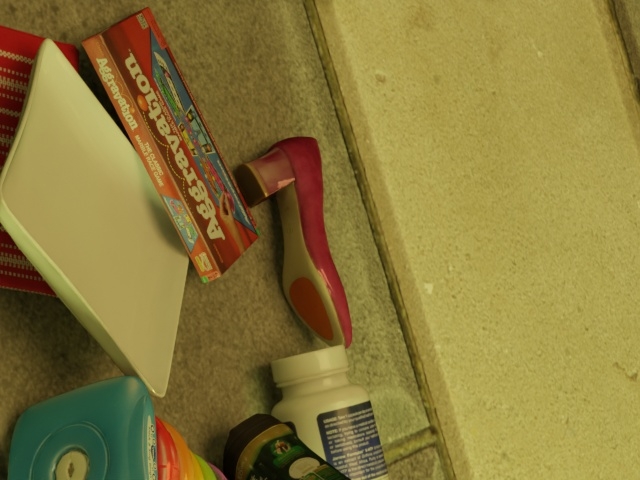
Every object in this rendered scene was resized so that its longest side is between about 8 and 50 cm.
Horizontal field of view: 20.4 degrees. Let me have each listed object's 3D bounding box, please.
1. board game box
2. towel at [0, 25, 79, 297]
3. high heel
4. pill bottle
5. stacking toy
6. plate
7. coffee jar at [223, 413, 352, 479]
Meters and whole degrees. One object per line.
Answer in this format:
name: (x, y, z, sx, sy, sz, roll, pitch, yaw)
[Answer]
board game box: (-0.155, -0.105, 1.900, 0.281, 0.027, 0.145, 64, 23, -10)
towel: (-0.316, -0.086, 1.755, 0.199, 0.031, 0.275, 13, 70, -46)
high heel: (0.000, 0.000, 2.028, 0.117, 0.082, 0.244, -26, 84, -38)
pill bottle: (0.007, 0.213, 1.942, 0.112, 0.112, 0.186, -10, 85, -48)
stacking toy: (-0.152, 0.261, 1.743, 0.302, 0.166, 0.175, 34, 44, -52)
plate: (-0.224, -0.019, 1.732, 0.277, 0.045, 0.278, 56, 22, -31)
coffee jar: (-0.022, 0.261, 1.838, 0.079, 0.184, 0.096, -29, 138, -32)
